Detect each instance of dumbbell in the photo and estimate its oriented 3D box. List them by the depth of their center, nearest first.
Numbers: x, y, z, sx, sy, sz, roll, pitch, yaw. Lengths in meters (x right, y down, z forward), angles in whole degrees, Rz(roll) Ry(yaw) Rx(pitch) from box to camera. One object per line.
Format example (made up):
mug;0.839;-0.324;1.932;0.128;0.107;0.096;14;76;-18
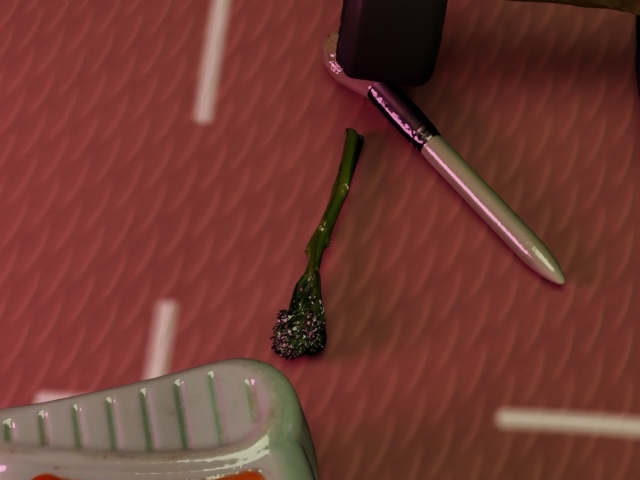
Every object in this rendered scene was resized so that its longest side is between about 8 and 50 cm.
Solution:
dumbbell;0.182;-0.209;1.438;0.323;0.203;0.203;7;58;-2

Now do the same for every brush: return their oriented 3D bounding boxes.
brush;0.099;-0.071;1.475;0.042;0.039;0.299;-34;63;-18

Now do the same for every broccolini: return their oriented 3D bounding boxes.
broccolini;0.000;0.001;1.443;0.044;0.042;0.218;7;52;9

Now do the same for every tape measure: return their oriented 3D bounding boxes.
tape measure;-0.116;0.203;1.264;0.243;0.125;0.246;-14;55;3
